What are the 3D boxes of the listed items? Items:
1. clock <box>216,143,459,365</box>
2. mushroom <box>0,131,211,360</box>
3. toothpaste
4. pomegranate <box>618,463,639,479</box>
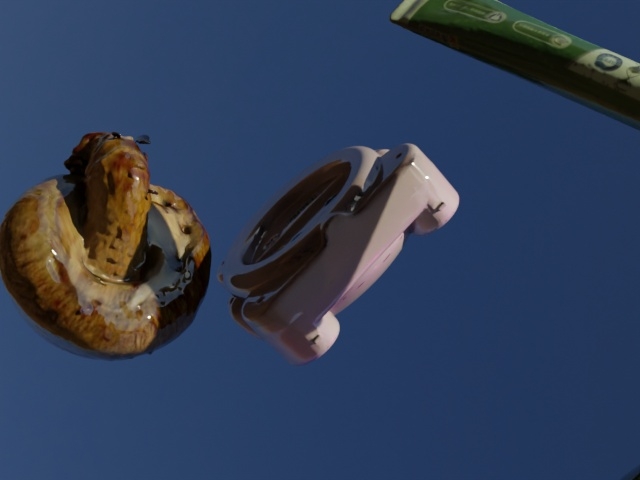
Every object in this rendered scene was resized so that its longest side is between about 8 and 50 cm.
[{"bbox_3d":[0.000,0.000,1.406,0.295,0.113,0.322,-47,-163,-9],"label":"clock"},{"bbox_3d":[-0.256,0.010,1.346,0.195,0.263,0.283,-26,-128,61],"label":"mushroom"},{"bbox_3d":[0.255,-0.188,1.189,0.392,0.061,0.099,30,-122,25],"label":"toothpaste"},{"bbox_3d":[0.243,0.246,0.669,0.216,0.358,0.310,38,-110,21],"label":"pomegranate"}]
